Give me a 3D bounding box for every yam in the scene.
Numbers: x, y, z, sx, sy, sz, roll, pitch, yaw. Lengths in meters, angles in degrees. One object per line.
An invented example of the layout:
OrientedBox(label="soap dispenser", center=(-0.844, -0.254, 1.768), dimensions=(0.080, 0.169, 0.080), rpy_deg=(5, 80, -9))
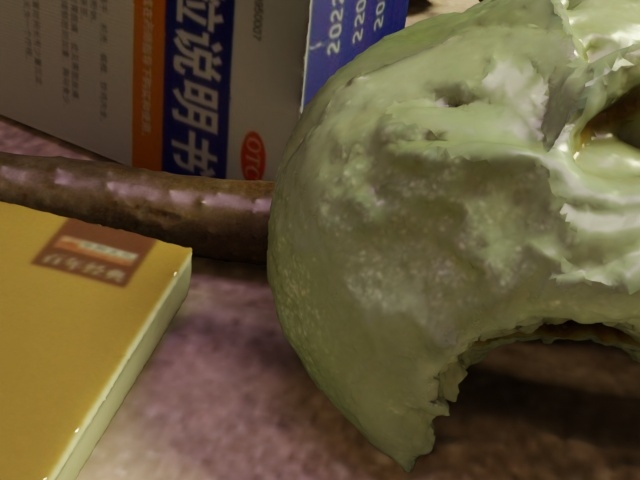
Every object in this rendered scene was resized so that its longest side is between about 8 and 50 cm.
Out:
OrientedBox(label="yam", center=(0.000, 0.000, 0.493), dimensions=(0.327, 0.045, 0.045), rpy_deg=(8, 5, 7))

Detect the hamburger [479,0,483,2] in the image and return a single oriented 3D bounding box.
OrientedBox(label="hamburger", center=(0.188, -0.166, 0.604), dimensions=(0.246, 0.169, 0.246), rpy_deg=(-5, 17, 1))

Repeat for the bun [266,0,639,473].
OrientedBox(label="bun", center=(0.088, -0.008, 0.399), dimensions=(0.213, 0.126, 0.203), rpy_deg=(-26, 66, -7))

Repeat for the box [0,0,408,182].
OrientedBox(label="box", center=(-0.105, -0.157, 0.565), dimensions=(0.300, 0.200, 0.106), rpy_deg=(22, 36, 22))

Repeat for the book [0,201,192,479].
OrientedBox(label="book", center=(-0.226, 0.087, 0.342), dimensions=(0.269, 0.032, 0.389), rpy_deg=(12, 36, 8))
